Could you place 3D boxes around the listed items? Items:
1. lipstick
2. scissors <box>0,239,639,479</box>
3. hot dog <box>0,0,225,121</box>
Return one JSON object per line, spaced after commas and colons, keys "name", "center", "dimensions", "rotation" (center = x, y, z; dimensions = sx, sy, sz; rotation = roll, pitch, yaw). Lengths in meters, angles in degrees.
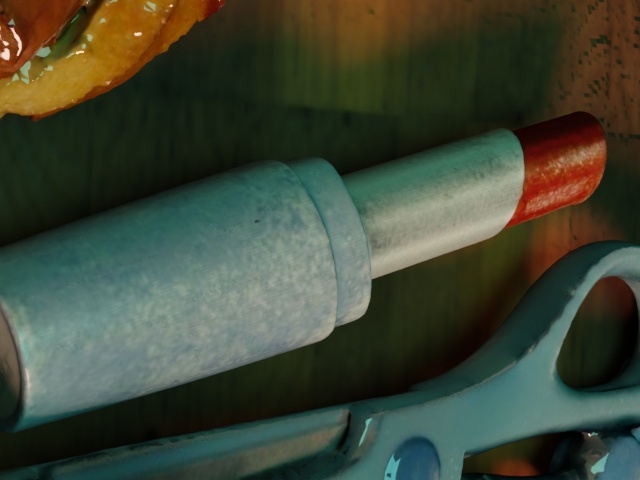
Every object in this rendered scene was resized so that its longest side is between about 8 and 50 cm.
{"name": "lipstick", "center": [0.000, 0.000, 0.667], "dimensions": [0.274, 0.061, 0.068], "rotation": [-18, 94, -34]}
{"name": "scissors", "center": [0.030, 0.092, 0.688], "dimensions": [0.393, 0.032, 0.180], "rotation": [-2, 94, -44]}
{"name": "hot dog", "center": [-0.057, -0.138, 0.579], "dimensions": [0.123, 0.093, 0.262], "rotation": [37, 59, -25]}
